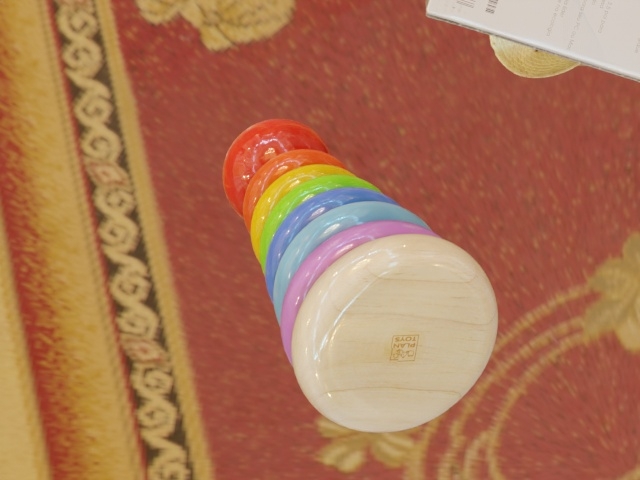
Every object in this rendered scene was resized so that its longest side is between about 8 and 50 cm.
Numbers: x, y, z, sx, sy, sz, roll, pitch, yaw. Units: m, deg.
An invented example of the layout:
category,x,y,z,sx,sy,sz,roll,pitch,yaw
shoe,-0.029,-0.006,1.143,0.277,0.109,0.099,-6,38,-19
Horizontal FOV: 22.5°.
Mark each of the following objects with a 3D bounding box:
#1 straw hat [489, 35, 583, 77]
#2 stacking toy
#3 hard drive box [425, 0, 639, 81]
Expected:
category,x,y,z,sx,sy,sz,roll,pitch,yaw
straw hat,0.237,-0.198,1.536,0.144,0.061,0.144,-19,51,25
stacking toy,0.000,0.000,1.161,0.141,0.141,0.330,-42,32,2
hard drive box,0.202,-0.197,1.015,0.232,0.089,0.181,18,104,0
